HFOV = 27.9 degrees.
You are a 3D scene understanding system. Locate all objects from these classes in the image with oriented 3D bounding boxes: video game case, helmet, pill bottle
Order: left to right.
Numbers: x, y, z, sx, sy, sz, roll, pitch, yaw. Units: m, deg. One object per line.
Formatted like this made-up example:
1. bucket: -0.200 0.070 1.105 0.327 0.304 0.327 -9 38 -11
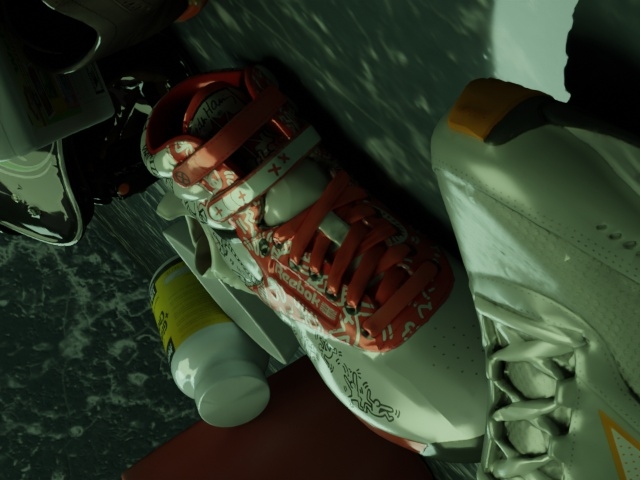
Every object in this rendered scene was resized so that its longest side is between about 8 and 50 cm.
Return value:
1. video game case: -0.165 -0.149 0.622 0.193 0.023 0.212 -84 -26 -80
2. helmet: -0.170 -0.080 0.835 0.161 0.169 0.169 14 150 40
3. pill bottle: -0.112 0.101 1.334 0.103 0.103 0.184 57 -175 -43

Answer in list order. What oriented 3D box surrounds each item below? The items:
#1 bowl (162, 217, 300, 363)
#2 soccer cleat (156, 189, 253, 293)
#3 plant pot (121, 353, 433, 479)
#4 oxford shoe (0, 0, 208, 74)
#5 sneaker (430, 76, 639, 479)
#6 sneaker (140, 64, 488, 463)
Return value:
1. bowl: -0.073 0.037 1.205 0.142 0.053 0.142 54 169 -34
2. soccer cleat: -0.050 0.012 0.937 0.068 0.076 0.196 37 165 48
3. plant pot: -0.031 0.269 1.367 0.275 0.243 0.275 46 169 11
4. oxford shoe: -0.109 -0.126 0.583 0.097 0.098 0.271 48 171 -7
5. sneaker: 0.089 0.067 0.417 0.099 0.121 0.262 34 163 53
6. sneaker: -0.001 0.001 0.641 0.145 0.090 0.270 52 172 -37
